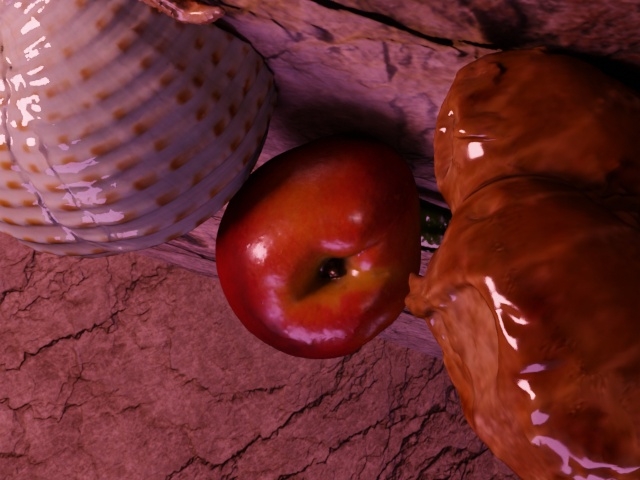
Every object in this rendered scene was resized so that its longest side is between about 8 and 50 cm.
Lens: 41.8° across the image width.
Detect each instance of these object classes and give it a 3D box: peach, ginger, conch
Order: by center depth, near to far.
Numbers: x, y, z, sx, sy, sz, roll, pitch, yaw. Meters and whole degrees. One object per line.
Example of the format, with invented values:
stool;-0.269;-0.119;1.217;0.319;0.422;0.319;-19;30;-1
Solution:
ginger;0.195;0.033;0.519;0.274;0.357;0.152;15;140;-8
conch;-0.200;-0.094;0.760;0.303;0.215;0.319;5;168;10
peach;0.000;0.000;0.844;0.199;0.243;0.243;25;167;-13

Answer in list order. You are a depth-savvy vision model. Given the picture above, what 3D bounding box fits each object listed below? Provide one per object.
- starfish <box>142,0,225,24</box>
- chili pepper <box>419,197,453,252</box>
starfish;-0.192;-0.222;0.485;0.302;0.060;0.299;23;163;2
chili pepper;0.130;-0.019;0.977;0.359;0.076;0.085;18;144;-3
